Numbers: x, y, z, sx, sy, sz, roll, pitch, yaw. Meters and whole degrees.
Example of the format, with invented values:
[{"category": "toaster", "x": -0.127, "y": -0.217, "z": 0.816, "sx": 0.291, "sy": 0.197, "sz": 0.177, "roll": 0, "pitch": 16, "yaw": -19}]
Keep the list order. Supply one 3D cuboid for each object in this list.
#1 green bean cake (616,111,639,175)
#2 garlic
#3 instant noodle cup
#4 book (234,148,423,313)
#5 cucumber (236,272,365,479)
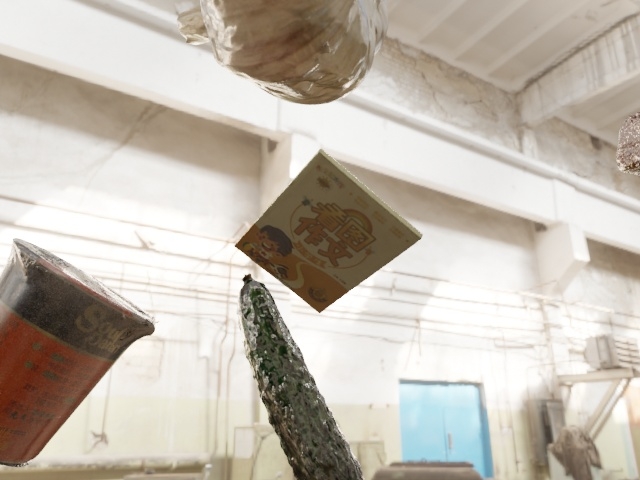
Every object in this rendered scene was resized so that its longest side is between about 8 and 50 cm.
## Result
[{"category": "green bean cake", "x": 0.594, "y": -0.163, "z": 0.918, "sx": 0.198, "sy": 0.097, "sz": 0.232, "roll": 10, "pitch": -1, "yaw": -15}, {"category": "garlic", "x": -0.056, "y": -0.217, "z": 0.510, "sx": 0.212, "sy": 0.219, "sz": 0.218, "roll": -5, "pitch": -19, "yaw": 29}, {"category": "instant noodle cup", "x": -0.215, "y": 0.086, "z": 0.427, "sx": 0.127, "sy": 0.136, "sz": 0.127, "roll": 31, "pitch": -11, "yaw": 7}, {"category": "book", "x": 0.000, "y": 0.000, "z": 0.943, "sx": 0.208, "sy": 0.020, "sz": 0.295, "roll": 39, "pitch": -45, "yaw": -9}, {"category": "cucumber", "x": -0.033, "y": 0.159, "z": 0.591, "sx": 0.067, "sy": 0.294, "sz": 0.067, "roll": -23, "pitch": -27, "yaw": -13}]
